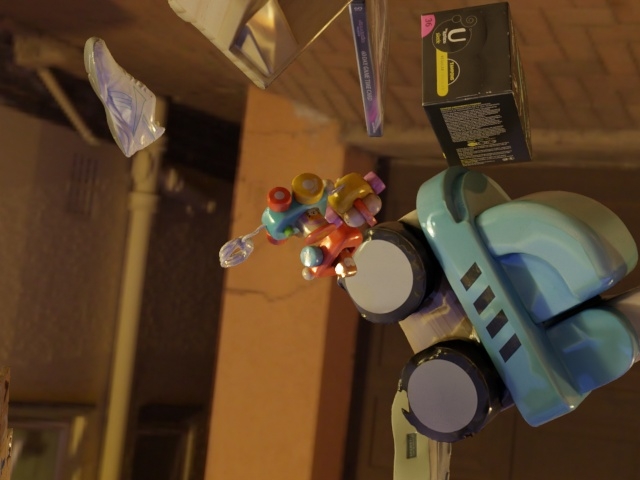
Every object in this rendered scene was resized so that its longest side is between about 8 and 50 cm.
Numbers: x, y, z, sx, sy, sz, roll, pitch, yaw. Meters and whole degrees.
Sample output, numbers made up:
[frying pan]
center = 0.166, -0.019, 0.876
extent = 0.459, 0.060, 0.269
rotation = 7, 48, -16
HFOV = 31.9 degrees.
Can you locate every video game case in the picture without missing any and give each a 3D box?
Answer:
[video game case]
center = 0.066, -0.292, 1.449
extent = 0.026, 0.196, 0.274
rotation = 1, 151, 8

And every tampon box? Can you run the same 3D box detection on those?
[tampon box]
center = 0.178, -0.171, 1.273
extent = 0.101, 0.121, 0.161
rotation = -6, 154, 16

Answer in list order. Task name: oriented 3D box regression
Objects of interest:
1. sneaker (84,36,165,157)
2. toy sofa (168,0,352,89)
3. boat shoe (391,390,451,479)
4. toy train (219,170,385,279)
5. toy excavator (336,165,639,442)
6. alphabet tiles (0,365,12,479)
[sneaker]
center = -0.228, -0.172, 1.291
extent = 0.061, 0.152, 0.054
rotation = -26, -142, -12
[toy sofa]
center = -0.026, -0.265, 0.819
extent = 0.177, 0.150, 0.362
rotation = 43, 164, -3
[boat shoe]
center = 0.152, 0.296, 1.640
extent = 0.079, 0.228, 0.081
rotation = -12, 138, 24
[toy train]
center = 0.000, 0.000, 0.919
extent = 0.046, 0.125, 0.166
rotation = 50, -154, 25
[toy excavator]
center = 0.304, 0.071, 1.176
extent = 0.445, 0.433, 0.222
rotation = -32, 172, 28
[alphabet tiles]
center = -0.321, 0.252, 1.097
extent = 0.009, 0.237, 0.198
rotation = 4, -172, -7
